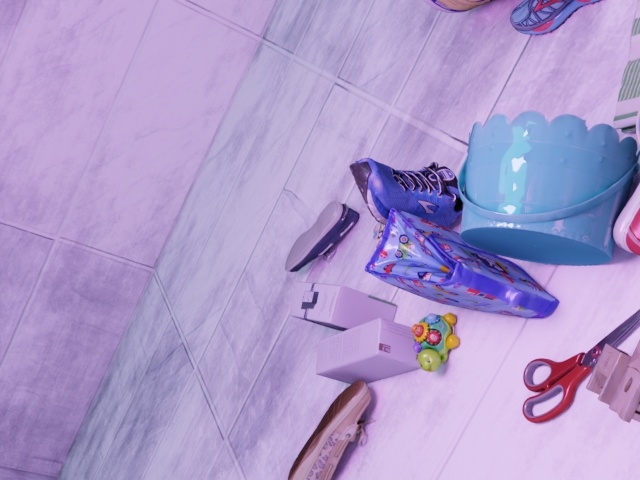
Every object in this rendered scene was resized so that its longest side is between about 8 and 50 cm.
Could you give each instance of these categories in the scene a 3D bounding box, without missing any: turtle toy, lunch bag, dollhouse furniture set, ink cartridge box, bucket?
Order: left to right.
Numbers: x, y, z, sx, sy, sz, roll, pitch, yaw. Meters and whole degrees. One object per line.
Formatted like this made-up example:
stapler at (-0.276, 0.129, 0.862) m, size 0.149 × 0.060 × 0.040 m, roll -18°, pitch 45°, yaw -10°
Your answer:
ink cartridge box at (0.045, 0.153, 1.865) m, size 0.208 × 0.153 × 0.087 m, roll 1°, pitch 73°, yaw 63°
turtle toy at (0.214, 0.195, 1.617) m, size 0.095 × 0.066 × 0.130 m, roll -43°, pitch 37°, yaw 41°
lunch bag at (0.252, 0.066, 1.468) m, size 0.293 × 0.221 × 0.138 m, roll 30°, pitch 99°, yaw 63°
bucket at (0.355, -0.075, 1.344) m, size 0.281 × 0.281 × 0.183 m, roll -7°, pitch 69°, yaw 60°
dollhouse furniture set at (0.466, 0.188, 1.138) m, size 0.183 × 0.129 × 0.129 m, roll -30°, pitch -36°, yaw -85°

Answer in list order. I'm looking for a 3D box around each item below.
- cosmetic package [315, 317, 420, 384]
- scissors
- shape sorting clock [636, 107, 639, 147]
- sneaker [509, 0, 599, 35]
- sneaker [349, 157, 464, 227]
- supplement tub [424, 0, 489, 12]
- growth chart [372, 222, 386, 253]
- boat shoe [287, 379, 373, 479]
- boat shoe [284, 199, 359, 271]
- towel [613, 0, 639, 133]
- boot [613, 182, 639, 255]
cosmetic package at (0.099, 0.235, 1.748) m, size 0.231 × 0.117 × 0.086 m, roll -29°, pitch 48°, yaw 50°
scissors at (0.419, 0.192, 1.300) m, size 0.297 × 0.021 × 0.109 m, roll -40°, pitch 36°, yaw 42°
shape sorting clock at (0.547, -0.159, 1.165) m, size 0.206 × 0.040 × 0.206 m, roll -8°, pitch 64°, yaw 17°
sneaker at (0.447, -0.492, 1.609) m, size 0.262 × 0.125 × 0.104 m, roll -26°, pitch 49°, yaw 53°
sneaker at (0.181, -0.105, 1.628) m, size 0.147 × 0.330 × 0.130 m, roll -36°, pitch 60°, yaw 25°
supplement tub at (0.355, -0.626, 1.747) m, size 0.331 × 0.241 × 0.241 m, roll -1°, pitch 71°, yaw 62°
growth chart at (0.167, -0.040, 1.922) m, size 0.172 × 0.021 × 0.237 m, roll -40°, pitch 38°, yaw 45°
boat shoe at (0.035, 0.421, 1.786) m, size 0.285 × 0.089 × 0.104 m, roll -57°, pitch 3°, yaw 18°
boat shoe at (0.000, 0.000, 2.136) m, size 0.254 × 0.079 × 0.095 m, roll -50°, pitch 30°, yaw 28°
towel at (0.594, -0.340, 1.334) m, size 0.248 × 0.038 × 0.325 m, roll -9°, pitch 62°, yaw 59°
boot at (0.546, -0.074, 1.192) m, size 0.176 × 0.088 × 0.244 m, roll 29°, pitch 97°, yaw 55°
